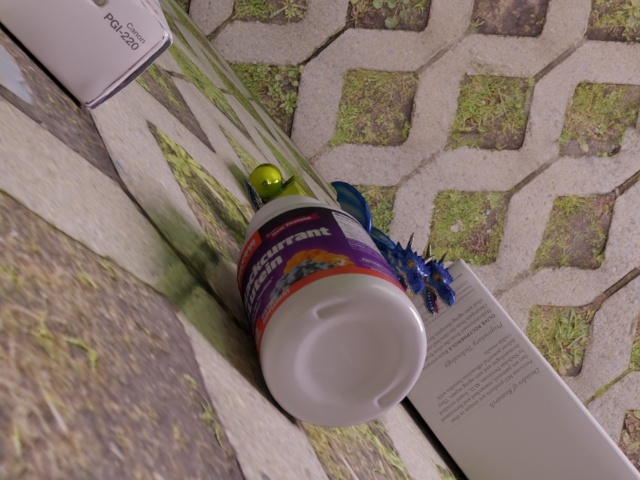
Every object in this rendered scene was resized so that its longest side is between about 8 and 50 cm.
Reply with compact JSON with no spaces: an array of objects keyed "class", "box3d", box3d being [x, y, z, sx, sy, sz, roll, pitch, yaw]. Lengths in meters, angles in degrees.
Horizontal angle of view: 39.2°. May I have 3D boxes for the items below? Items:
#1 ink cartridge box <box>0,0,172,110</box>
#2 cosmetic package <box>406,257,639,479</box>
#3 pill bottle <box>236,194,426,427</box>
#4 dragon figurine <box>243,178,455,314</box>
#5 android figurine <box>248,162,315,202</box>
[{"class":"ink cartridge box","box3d":[-0.209,-0.216,0.727,0.158,0.092,0.218,48,5,-28]},{"class":"cosmetic package","box3d":[0.226,0.219,1.042,0.365,0.155,0.197,51,3,17]},{"class":"pill bottle","box3d":[-0.003,0.037,0.645,0.108,0.108,0.193,48,6,-26]},{"class":"dragon figurine","box3d":[0.023,0.002,0.872,0.085,0.144,0.289,47,7,-36]},{"class":"android figurine","box3d":[0.000,0.000,1.154,0.248,0.056,0.273,50,5,-9]}]
